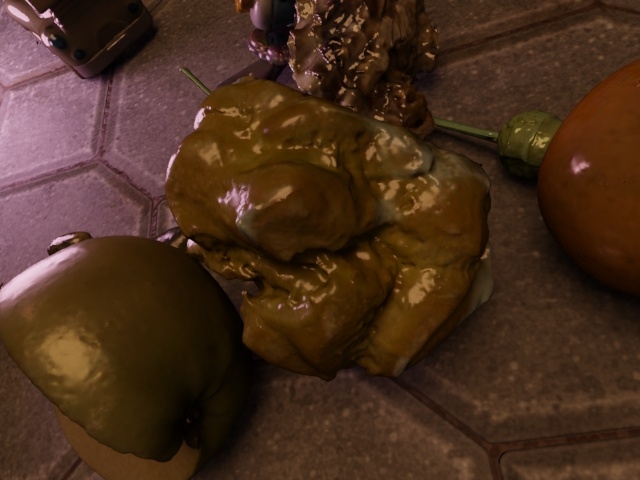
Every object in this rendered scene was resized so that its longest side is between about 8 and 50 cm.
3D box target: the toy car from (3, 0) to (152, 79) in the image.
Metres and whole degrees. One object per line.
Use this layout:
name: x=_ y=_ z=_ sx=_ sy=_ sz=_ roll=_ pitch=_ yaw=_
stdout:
toy car: x=-0.573 y=-0.546 z=1.028 sx=0.242 sy=0.226 sz=0.336 roll=-46 pitch=61 yaw=-6

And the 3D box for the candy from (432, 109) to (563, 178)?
candy: x=0.200 y=-0.169 z=0.679 sx=0.336 sy=0.092 sz=0.093 roll=26 pitch=81 yaw=36

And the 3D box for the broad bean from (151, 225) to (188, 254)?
broad bean: x=-0.299 y=0.031 z=0.750 sx=0.339 sy=0.061 sz=0.077 roll=-14 pitch=54 yaw=11

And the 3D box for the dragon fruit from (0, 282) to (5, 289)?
dragon fruit: x=-0.656 y=0.175 z=0.745 sx=0.126 sy=0.161 sz=0.274 roll=8 pitch=70 yaw=20

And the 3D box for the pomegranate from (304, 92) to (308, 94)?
pomegranate: x=0.015 y=-0.178 z=0.720 sx=0.130 sy=0.130 sz=0.130 roll=-8 pitch=63 yaw=15

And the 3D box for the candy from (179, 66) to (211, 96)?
candy: x=-0.138 y=-0.200 z=0.759 sx=0.262 sy=0.073 sz=0.077 roll=44 pitch=97 yaw=7

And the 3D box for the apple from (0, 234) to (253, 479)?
apple: x=-0.207 y=0.133 z=0.552 sx=0.258 sy=0.295 sz=0.233 roll=24 pitch=46 yaw=27

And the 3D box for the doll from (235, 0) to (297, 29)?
doll: x=0.015 y=-0.423 z=0.781 sx=0.314 sy=0.141 sz=0.177 roll=-6 pitch=21 yaw=-14

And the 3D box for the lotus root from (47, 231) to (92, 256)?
lotus root: x=-0.444 y=0.015 z=0.813 sx=0.099 sy=0.054 sz=0.049 roll=-12 pitch=41 yaw=12

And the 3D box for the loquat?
loquat: x=0.367 y=-0.064 z=0.468 sx=0.263 sy=0.263 sz=0.263 roll=-8 pitch=63 yaw=15

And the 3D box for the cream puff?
cream puff: x=0.000 y=0.000 z=0.517 sx=0.378 sy=0.378 sz=0.275 roll=27 pitch=100 yaw=28

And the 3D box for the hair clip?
hair clip: x=-0.084 y=-0.318 z=0.832 sx=0.137 sy=0.090 sz=0.278 roll=29 pitch=77 yaw=19

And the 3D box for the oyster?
oyster: x=0.082 y=-0.309 z=0.653 sx=0.238 sy=0.115 sz=0.351 roll=19 pitch=85 yaw=-13
